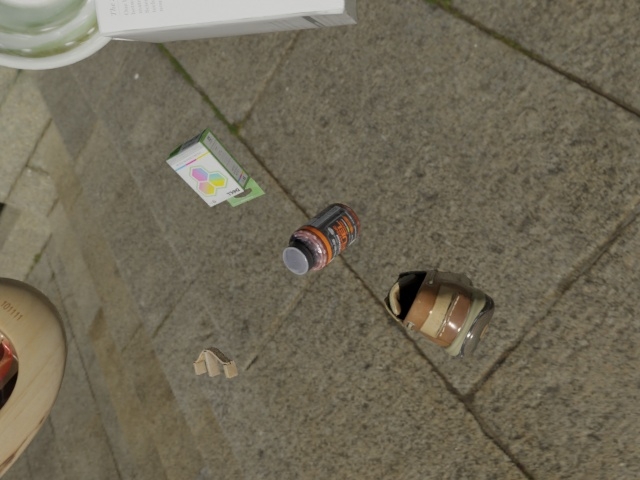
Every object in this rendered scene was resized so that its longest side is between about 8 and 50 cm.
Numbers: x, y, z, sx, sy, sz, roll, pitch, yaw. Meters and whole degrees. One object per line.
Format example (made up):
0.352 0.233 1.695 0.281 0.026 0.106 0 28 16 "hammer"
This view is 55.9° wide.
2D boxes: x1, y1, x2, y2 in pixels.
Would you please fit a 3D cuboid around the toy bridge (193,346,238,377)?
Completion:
-0.247 0.276 1.374 0.188 0.026 0.063 -13 91 54 "toy bridge"

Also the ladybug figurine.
-0.598 0.258 0.935 0.449 0.305 0.162 -49 2 -28 "ladybug figurine"

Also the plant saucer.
-0.533 -0.516 1.088 0.400 0.400 0.100 -54 50 14 "plant saucer"

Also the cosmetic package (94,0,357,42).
-0.088 -0.308 0.551 0.224 0.138 0.224 -2 105 9 "cosmetic package"

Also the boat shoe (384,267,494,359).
0.166 0.090 0.937 0.119 0.324 0.123 24 88 -1 "boat shoe"

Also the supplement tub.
0.000 0.000 1.364 0.106 0.198 0.106 21 130 27 "supplement tub"

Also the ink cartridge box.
-0.237 -0.146 1.385 0.109 0.209 0.062 -21 36 31 "ink cartridge box"
